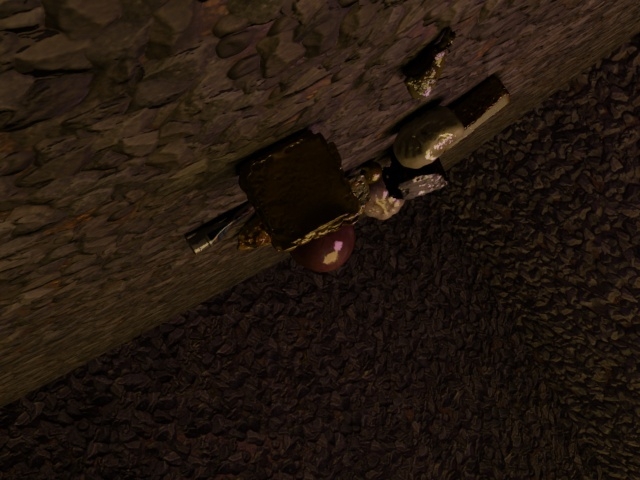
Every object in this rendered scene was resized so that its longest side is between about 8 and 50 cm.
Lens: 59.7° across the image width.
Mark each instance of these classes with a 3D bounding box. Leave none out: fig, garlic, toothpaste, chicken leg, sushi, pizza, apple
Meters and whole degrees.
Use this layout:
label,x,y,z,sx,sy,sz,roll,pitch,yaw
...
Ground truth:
label,x,y,z,sx,sy,sz,roll,pitch,yaw
fig,0.180,-0.252,2.032,0.084,0.082,0.098,0,167,24
garlic,0.262,-0.219,2.523,0.219,0.218,0.212,-33,-145,24
toothpaste,-0.256,-0.054,1.583,0.266,0.061,0.096,-35,176,-16
chicken leg,0.228,-0.369,1.172,0.093,0.070,0.178,-21,164,-29
sushi,0.345,-0.270,2.106,0.234,0.207,0.348,-19,172,12
pizza,-0.133,-0.037,1.922,0.268,0.087,0.258,-12,170,-29
apple,0.000,0.000,2.268,0.306,0.235,0.305,5,-165,-1

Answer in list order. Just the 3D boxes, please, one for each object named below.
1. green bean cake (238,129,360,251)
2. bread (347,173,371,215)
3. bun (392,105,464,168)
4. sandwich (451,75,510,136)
label,x,y,z,sx,sy,sz,roll,pitch,yaw
green bean cake,-0.047,-0.104,1.254,0.224,0.229,0.131,-27,-179,-10
bread,0.099,-0.155,2.085,0.152,0.130,0.268,-64,-170,-8
bun,0.326,-0.331,1.734,0.229,0.145,0.229,-34,-154,19
sandwich,0.515,-0.432,1.942,0.301,0.099,0.271,-39,176,18
